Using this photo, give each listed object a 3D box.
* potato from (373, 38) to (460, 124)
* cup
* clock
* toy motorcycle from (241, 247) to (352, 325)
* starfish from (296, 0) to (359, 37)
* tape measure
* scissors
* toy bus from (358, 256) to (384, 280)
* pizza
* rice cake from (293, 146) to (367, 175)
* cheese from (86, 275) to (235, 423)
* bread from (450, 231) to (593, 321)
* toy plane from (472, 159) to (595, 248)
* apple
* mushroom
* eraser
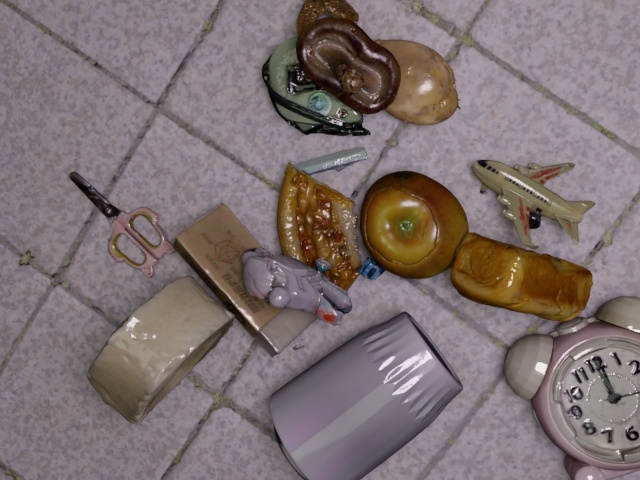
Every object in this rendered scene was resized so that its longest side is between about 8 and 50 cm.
[{"bbox_3d":[0.187,-0.342,1.223,0.161,0.128,0.234,-37,84,7],"label":"potato"},{"bbox_3d":[0.095,0.340,1.237,0.372,0.253,0.253,-37,89,6],"label":"cup"},{"bbox_3d":[0.589,0.309,1.204,0.342,0.184,0.325,-26,87,4],"label":"clock"},{"bbox_3d":[-0.062,0.098,1.206,0.260,0.171,0.110,29,115,9],"label":"toy motorcycle"},{"bbox_3d":[0.029,-0.508,1.234,0.138,0.050,0.247,4,66,14],"label":"starfish"},{"bbox_3d":[-0.014,-0.322,1.260,0.207,0.115,0.235,-11,94,6],"label":"tape measure"},{"bbox_3d":[-0.489,-0.052,1.392,0.317,0.024,0.160,43,99,2],"label":"scissors"},{"bbox_3d":[0.118,0.059,1.275,0.046,0.083,0.038,39,110,12],"label":"toy bus"},{"bbox_3d":[0.000,0.000,1.288,0.182,0.074,0.365,-7,101,16],"label":"pizza"},{"bbox_3d":[0.018,-0.171,1.309,0.180,0.030,0.042,-14,89,9],"label":"rice cake"},{"bbox_3d":[-0.349,0.239,1.253,0.153,0.292,0.332,41,128,5],"label":"cheese"},{"bbox_3d":[0.397,0.078,1.149,0.294,0.167,0.132,17,86,-37],"label":"bread"},{"bbox_3d":[0.433,-0.096,1.209,0.256,0.104,0.242,25,62,20],"label":"toy plane"},{"bbox_3d":[0.193,-0.032,1.208,0.237,0.207,0.236,1,95,9],"label":"apple"},{"bbox_3d":[0.046,-0.327,1.092,0.227,0.217,0.148,29,112,-2],"label":"mushroom"},{"bbox_3d":[-0.166,0.088,1.304,0.144,0.078,0.343,-40,89,-27],"label":"eraser"}]
